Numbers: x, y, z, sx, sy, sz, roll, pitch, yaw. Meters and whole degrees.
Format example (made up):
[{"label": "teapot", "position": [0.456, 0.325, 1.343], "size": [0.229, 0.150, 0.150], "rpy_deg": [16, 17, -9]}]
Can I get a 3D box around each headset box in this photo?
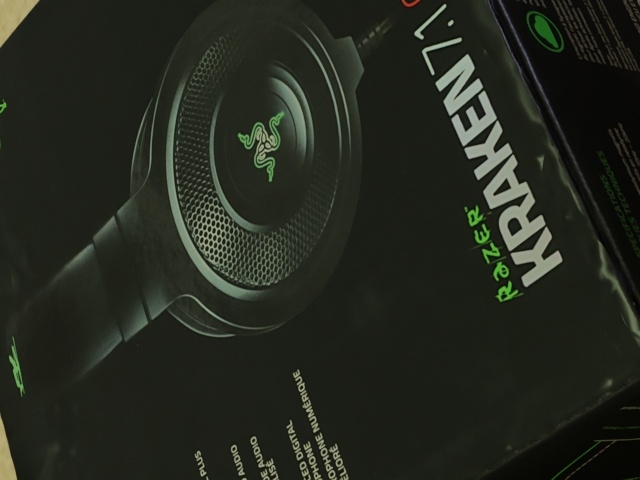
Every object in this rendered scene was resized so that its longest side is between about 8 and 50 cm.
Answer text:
[{"label": "headset box", "position": [0.000, 0.000, 0.533], "size": [0.283, 0.131, 0.246], "rpy_deg": [-39, 60, 37]}]
